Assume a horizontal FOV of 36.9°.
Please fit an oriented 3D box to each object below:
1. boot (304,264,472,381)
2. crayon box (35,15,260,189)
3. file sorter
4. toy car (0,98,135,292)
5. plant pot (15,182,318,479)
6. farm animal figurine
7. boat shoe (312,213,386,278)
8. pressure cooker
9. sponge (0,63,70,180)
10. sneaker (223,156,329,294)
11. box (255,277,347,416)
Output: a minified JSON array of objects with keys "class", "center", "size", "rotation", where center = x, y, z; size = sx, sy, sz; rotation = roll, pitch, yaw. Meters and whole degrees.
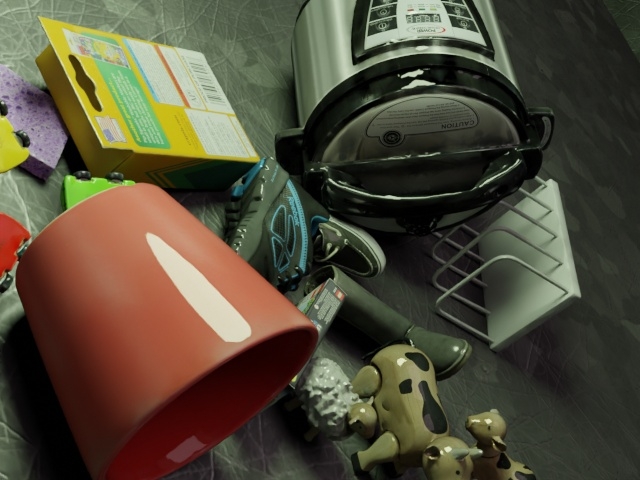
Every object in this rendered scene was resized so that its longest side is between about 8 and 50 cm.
[{"class":"boot","center":[0.094,0.113,1.376],"size":[0.208,0.190,0.076],"rotation":[45,64,-19]},{"class":"crayon box","center":[-0.243,-0.174,1.296],"size":[0.323,0.083,0.203],"rotation":[-2,59,-59]},{"class":"file sorter","center":[0.302,0.010,1.671],"size":[0.173,0.193,0.277],"rotation":[28,40,-25]},{"class":"toy car","center":[-0.317,-0.046,1.103],"size":[0.225,0.053,0.239],"rotation":[3,76,-39]},{"class":"plant pot","center":[-0.180,0.089,1.026],"size":[0.275,0.275,0.243],"rotation":[-13,57,-52]},{"class":"farm animal figurine","center":[0.150,0.274,1.273],"size":[0.330,0.172,0.326],"rotation":[-6,63,-50]},{"class":"boat shoe","center":[0.000,0.000,1.450],"size":[0.219,0.078,0.070],"rotation":[34,37,-9]},{"class":"pressure cooker","center":[0.147,-0.208,1.544],"size":[0.375,0.370,0.420],"rotation":[28,41,-36]},{"class":"sponge","center":[-0.408,-0.173,1.190],"size":[0.210,0.031,0.117],"rotation":[34,38,-21]},{"class":"sneaker","center":[-0.074,0.031,1.267],"size":[0.140,0.125,0.341],"rotation":[36,45,-16]},{"class":"box","center":[-0.044,0.141,1.233],"size":[0.036,0.114,0.207],"rotation":[45,35,-8]}]
